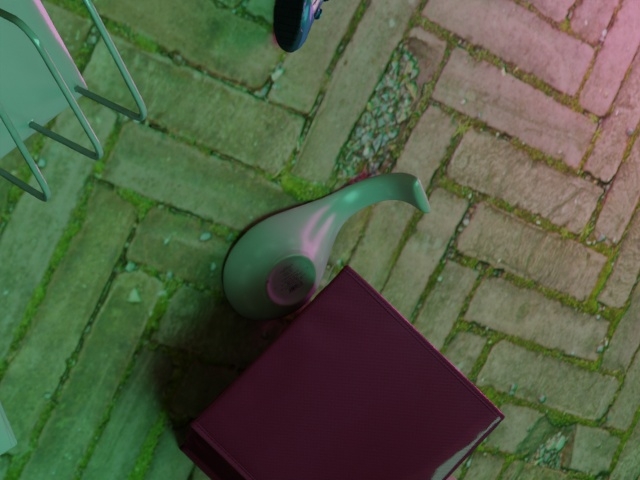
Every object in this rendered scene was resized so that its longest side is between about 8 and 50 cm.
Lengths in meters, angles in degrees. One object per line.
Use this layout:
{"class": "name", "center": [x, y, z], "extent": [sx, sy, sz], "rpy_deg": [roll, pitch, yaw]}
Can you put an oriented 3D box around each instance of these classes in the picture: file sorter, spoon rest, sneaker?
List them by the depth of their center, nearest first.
{"class": "file sorter", "center": [-0.334, -0.124, 1.495], "extent": [0.277, 0.173, 0.193], "rpy_deg": [-42, 130, -21]}
{"class": "sneaker", "center": [-0.012, -0.286, 1.790], "extent": [0.059, 0.053, 0.144], "rpy_deg": [4, 106, -44]}
{"class": "spoon rest", "center": [0.000, 0.000, 1.917], "extent": [0.276, 0.084, 0.137], "rpy_deg": [-31, 126, -12]}

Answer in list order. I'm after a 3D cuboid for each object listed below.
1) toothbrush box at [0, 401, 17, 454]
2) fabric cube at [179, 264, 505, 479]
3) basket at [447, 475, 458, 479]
{"class": "toothbrush box", "center": [-0.452, 0.144, 1.419], "extent": [0.216, 0.295, 0.126], "rpy_deg": [-32, 126, -26]}
{"class": "fabric cube", "center": [0.016, 0.226, 1.823], "extent": [0.254, 0.259, 0.258], "rpy_deg": [43, 75, 3]}
{"class": "basket", "center": [0.124, 0.494, 2.047], "extent": [0.266, 0.331, 0.328], "rpy_deg": [-33, 127, -29]}
